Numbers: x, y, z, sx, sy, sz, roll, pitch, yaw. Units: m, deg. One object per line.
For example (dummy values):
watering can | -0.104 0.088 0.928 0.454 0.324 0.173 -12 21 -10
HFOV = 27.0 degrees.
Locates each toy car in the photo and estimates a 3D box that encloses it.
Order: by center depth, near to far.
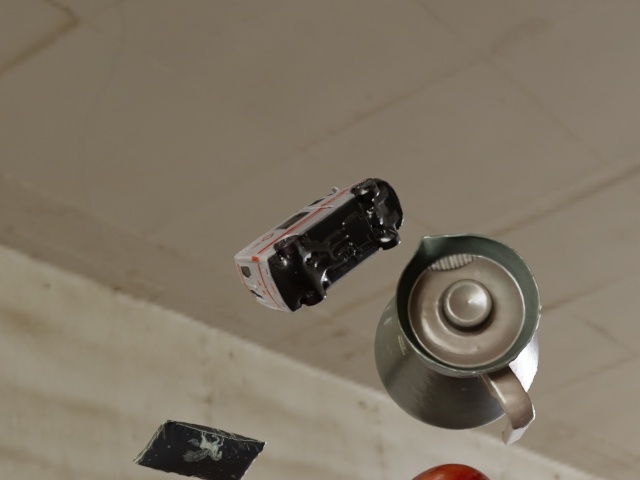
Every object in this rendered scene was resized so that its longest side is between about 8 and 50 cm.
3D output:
toy car | 0.000 0.000 1.602 0.209 0.089 0.108 -36 22 -25

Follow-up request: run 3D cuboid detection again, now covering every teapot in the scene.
teapot | 0.213 0.153 1.937 0.253 0.300 0.344 -27 -16 -5

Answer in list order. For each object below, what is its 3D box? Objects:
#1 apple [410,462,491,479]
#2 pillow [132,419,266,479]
apple | 0.177 0.408 1.890 0.181 0.181 0.168 14 -17 -37
pillow | -0.212 0.379 2.369 0.208 0.055 0.141 18 -51 -27
